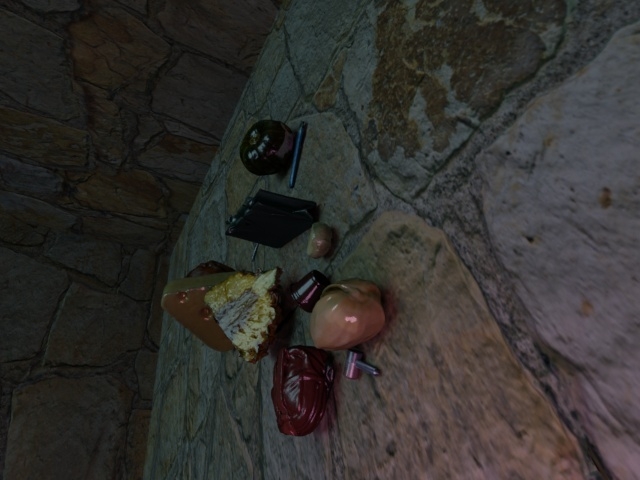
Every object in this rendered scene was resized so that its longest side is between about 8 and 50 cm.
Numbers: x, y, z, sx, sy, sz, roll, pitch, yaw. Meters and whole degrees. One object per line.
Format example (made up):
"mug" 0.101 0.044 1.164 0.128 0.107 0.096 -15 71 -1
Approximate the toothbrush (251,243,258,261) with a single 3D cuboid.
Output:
"toothbrush" -0.278 0.002 1.799 0.013 0.019 0.193 24 99 62

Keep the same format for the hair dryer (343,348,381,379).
"hair dryer" 0.098 0.292 0.919 0.114 0.037 0.063 5 81 55

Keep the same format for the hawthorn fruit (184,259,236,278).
"hawthorn fruit" -0.494 0.221 1.824 0.284 0.284 0.284 -38 43 49

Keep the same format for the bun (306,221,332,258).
"bun" 0.000 0.000 1.221 0.115 0.069 0.115 -167 90 -84

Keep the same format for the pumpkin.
"pumpkin" -0.222 -0.389 1.745 0.260 0.189 0.260 -23 49 29

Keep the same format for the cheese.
"cheese" -0.394 0.249 1.634 0.384 0.384 0.104 -61 22 24

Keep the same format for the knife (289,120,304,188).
"knife" -0.095 -0.351 1.641 0.044 0.026 0.296 -7 72 64

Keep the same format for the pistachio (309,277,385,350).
"pistachio" 0.056 0.179 0.951 0.229 0.157 0.157 127 147 -45

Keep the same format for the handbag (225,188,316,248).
"handbag" -0.179 -0.066 1.415 0.326 0.239 0.089 -28 56 55

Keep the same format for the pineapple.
"pineapple" -0.193 0.232 1.403 0.286 0.209 0.344 -46 55 -3

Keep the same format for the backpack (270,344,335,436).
"backpack" -0.059 0.386 1.042 0.229 0.139 0.229 -41 41 48

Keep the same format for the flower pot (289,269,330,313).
"flower pot" -0.022 0.139 1.168 0.089 0.111 0.111 -46 35 17
